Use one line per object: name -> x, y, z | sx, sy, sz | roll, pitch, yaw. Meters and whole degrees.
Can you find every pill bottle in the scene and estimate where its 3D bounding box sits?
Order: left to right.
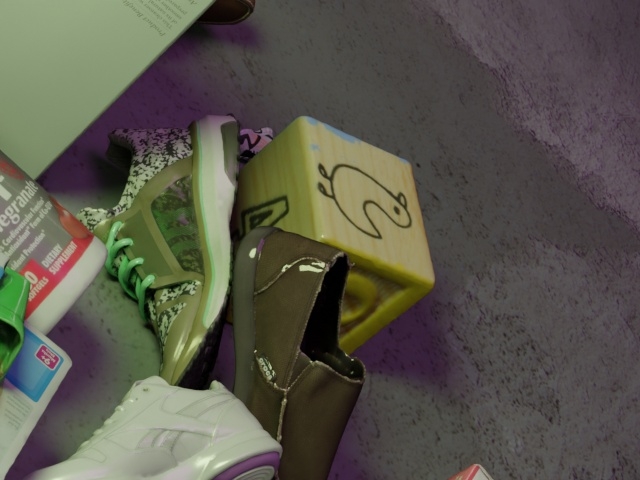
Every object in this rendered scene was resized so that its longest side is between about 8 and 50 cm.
pill bottle -> -0.383, -0.030, 1.866 | 0.318, 0.176, 0.176 | 43, 34, -10

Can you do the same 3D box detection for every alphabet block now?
alphabet block -> 0.000, 0.000, 2.265 | 0.192, 0.193, 0.197 | 20, 43, -34

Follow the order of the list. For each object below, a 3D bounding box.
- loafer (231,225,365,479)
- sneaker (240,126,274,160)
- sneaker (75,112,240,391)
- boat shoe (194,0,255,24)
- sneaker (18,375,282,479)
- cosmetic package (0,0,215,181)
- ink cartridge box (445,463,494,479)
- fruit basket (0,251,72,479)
loafer -> -0.021, 0.167, 2.012 | 0.134, 0.130, 0.366 | -10, 98, -63
sneaker -> -0.089, -0.120, 2.417 | 0.109, 0.040, 0.044 | -14, 70, -53
sneaker -> -0.192, 0.021, 2.119 | 0.182, 0.158, 0.410 | 6, 48, -5
boat shoe -> -0.219, -0.310, 2.396 | 0.324, 0.123, 0.116 | 5, 60, -39
sneaker -> -0.194, 0.223, 1.885 | 0.305, 0.114, 0.152 | -11, 53, -37
cosmetic package -> -0.269, -0.259, 2.036 | 0.217, 0.385, 0.156 | 45, 35, -12
ink cartridge box -> 0.060, 0.373, 1.888 | 0.117, 0.283, 0.207 | 51, 34, -5
fruit basket -> -0.401, 0.099, 1.634 | 0.327, 0.165, 0.353 | 32, 25, -5
